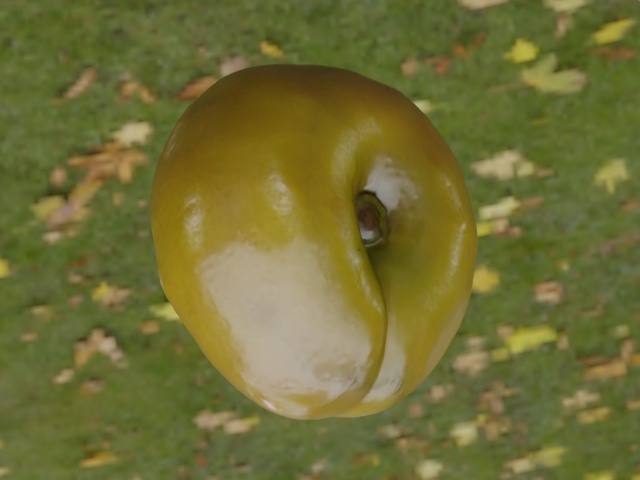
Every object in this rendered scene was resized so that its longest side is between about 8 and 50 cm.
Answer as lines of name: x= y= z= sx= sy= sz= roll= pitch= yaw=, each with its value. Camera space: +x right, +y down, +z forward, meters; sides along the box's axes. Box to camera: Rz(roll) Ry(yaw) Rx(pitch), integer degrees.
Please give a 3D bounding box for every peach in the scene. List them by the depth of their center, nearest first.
peach: x=0.000 y=0.000 z=1.105 sx=0.251 sy=0.251 sz=0.153 roll=1 pitch=169 yaw=-41
